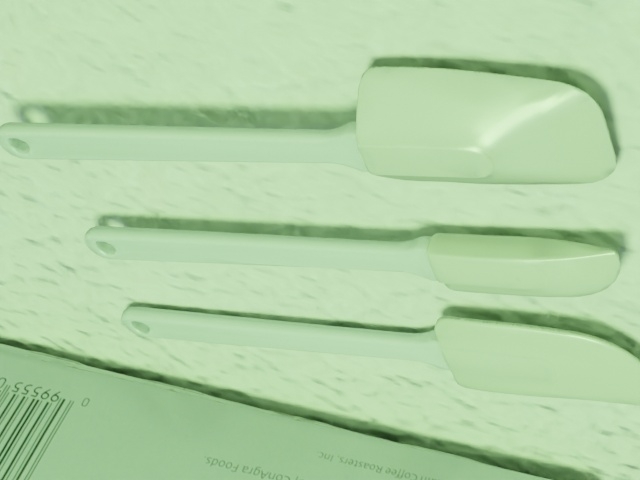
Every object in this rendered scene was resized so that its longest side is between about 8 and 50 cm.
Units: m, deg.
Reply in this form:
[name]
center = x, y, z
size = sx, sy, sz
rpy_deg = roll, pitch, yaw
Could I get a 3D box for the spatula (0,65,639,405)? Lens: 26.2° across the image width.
[spatula]
center = 0.000, 0.000, 0.523
size = 0.242, 0.019, 0.168
rpy_deg = 4, 143, 27

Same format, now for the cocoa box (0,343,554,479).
[cocoa box]
center = -0.062, 0.228, 0.648
size = 0.347, 0.231, 0.228
rpy_deg = 10, 141, 20
